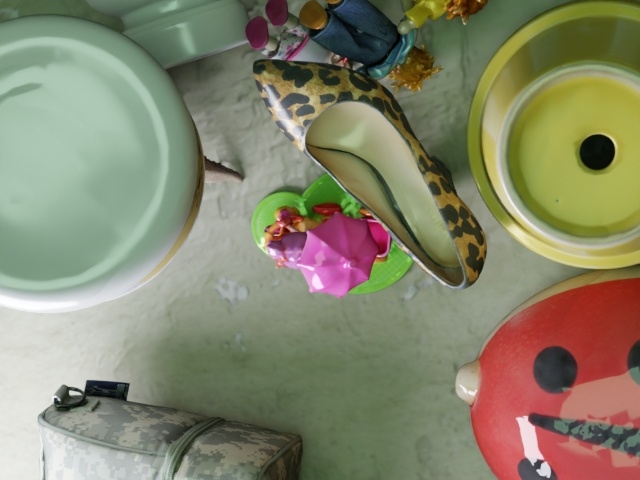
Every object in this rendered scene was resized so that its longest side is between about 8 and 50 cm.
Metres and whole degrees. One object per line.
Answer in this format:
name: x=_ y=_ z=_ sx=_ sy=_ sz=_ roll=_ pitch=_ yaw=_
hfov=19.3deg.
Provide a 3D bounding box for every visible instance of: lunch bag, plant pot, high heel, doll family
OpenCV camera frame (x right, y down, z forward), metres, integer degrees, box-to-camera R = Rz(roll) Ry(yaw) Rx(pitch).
lunch bag: x=-0.169 y=0.310 z=1.863 sx=0.256 sy=0.212 sz=0.305 roll=9 pitch=100 yaw=9
plant pot: x=0.252 y=-0.090 z=1.704 sx=0.254 sy=0.239 sz=0.254 roll=2 pitch=99 yaw=10
high heel: x=0.048 y=-0.062 z=1.720 sx=0.261 sy=0.186 sz=0.093 roll=32 pitch=115 yaw=-29
doll family: x=0.066 y=-0.213 z=1.767 sx=0.263 sy=0.163 sz=0.118 roll=-47 pitch=51 yaw=15

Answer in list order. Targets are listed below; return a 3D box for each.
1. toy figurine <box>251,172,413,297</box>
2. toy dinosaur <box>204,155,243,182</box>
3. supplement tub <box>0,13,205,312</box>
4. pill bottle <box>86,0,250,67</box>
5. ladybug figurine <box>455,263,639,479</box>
toy figurine: x=0.000 y=0.000 z=1.807 sx=0.173 sy=0.159 sz=0.130 roll=5 pitch=100 yaw=11
toy dinosaur: x=-0.228 y=-0.108 z=1.859 sx=0.295 sy=0.127 sz=0.200 roll=1 pitch=92 yaw=5
supplement tub: x=-0.222 y=-0.061 z=1.635 sx=0.241 sy=0.331 sz=0.241 roll=0 pitch=90 yaw=-2
pill bottle: x=-0.165 y=-0.315 z=1.783 sx=0.169 sy=0.169 sz=0.301 roll=-16 pitch=96 yaw=13
ladybug figurine: x=0.345 y=0.180 z=1.768 sx=0.449 sy=0.162 sz=0.305 roll=7 pitch=101 yaw=10
